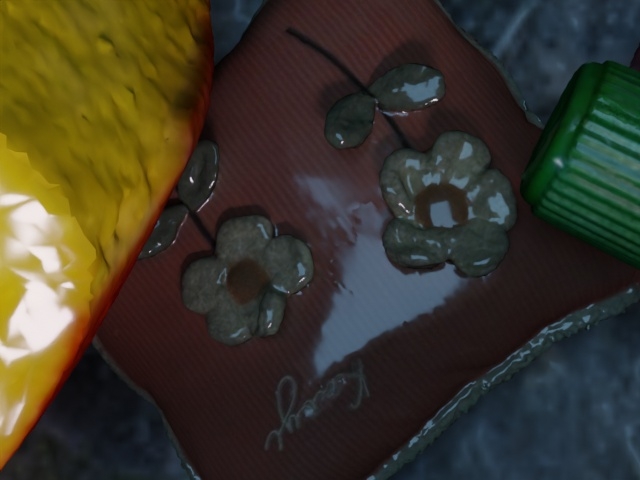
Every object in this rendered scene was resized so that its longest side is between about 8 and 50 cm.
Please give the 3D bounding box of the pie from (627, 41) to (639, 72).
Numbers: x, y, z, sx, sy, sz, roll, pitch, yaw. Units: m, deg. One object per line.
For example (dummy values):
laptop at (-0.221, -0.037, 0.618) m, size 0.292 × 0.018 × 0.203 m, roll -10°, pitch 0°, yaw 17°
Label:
pie at (0.177, -0.036, 0.558) m, size 0.154 × 0.036 × 0.154 m, roll -1°, pitch 85°, yaw 9°

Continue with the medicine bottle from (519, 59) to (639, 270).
medicine bottle at (0.208, 0.031, 0.496) m, size 0.309 × 0.076 × 0.111 m, roll 25°, pitch 121°, yaw 0°

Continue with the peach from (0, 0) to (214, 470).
peach at (-0.198, -0.047, 0.504) m, size 0.380 × 0.242 × 0.306 m, roll -40°, pitch 37°, yaw 4°

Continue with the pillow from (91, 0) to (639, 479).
pillow at (0.000, 0.000, 0.557) m, size 0.179 × 0.075 × 0.171 m, roll -41°, pitch 77°, yaw 4°
